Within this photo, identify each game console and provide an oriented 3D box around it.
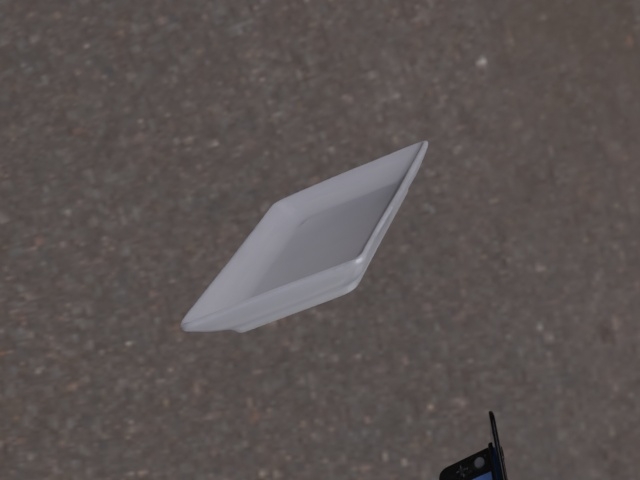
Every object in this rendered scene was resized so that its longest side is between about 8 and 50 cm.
[{"bbox_3d":[0.143,0.238,1.368,0.071,0.107,0.122,34,38,-39],"label":"game console"}]

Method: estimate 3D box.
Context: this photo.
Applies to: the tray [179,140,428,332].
[{"bbox_3d":[0.000,0.000,1.095,0.030,0.145,0.270,65,20,-13],"label":"tray"}]
